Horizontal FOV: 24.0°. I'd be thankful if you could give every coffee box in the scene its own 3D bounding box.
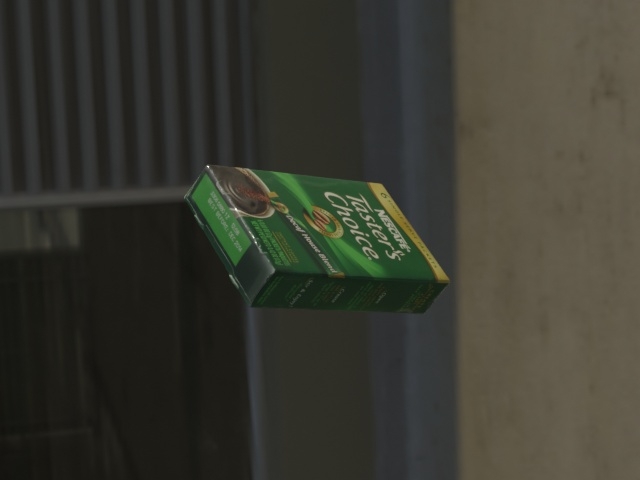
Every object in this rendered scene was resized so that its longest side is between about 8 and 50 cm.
[{"bbox_3d":[0.000,0.000,1.105,0.040,0.184,0.113,-53,51,28],"label":"coffee box"}]
